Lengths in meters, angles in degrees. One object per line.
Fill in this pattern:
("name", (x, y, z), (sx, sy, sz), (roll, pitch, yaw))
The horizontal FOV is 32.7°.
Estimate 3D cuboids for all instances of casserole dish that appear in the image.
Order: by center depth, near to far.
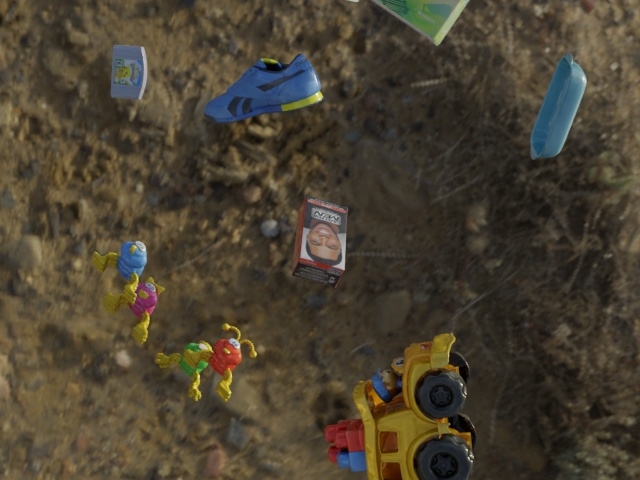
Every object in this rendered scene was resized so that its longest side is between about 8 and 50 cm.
("casserole dish", (0.402, -0.221, 1.837), (0.037, 0.188, 0.114), (15, 24, -5))

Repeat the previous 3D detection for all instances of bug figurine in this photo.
("bug figurine", (-0.215, 0.116, 1.581), (0.279, 0.216, 0.072), (46, 63, 3))

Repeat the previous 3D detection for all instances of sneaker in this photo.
("sneaker", (-0.090, -0.221, 1.565), (0.069, 0.209, 0.082), (-42, 117, -46))

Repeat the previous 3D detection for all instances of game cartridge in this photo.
("game cartridge", (-0.300, -0.264, 1.713), (0.056, 0.017, 0.083), (5, 97, 9))

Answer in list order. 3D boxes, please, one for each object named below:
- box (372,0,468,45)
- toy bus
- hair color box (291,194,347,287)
("box", (0.160, -0.469, 1.519), (0.232, 0.058, 0.322), (36, 101, 13))
("toy bus", (0.106, 0.247, 1.510), (0.212, 0.149, 0.220), (-4, 97, 12))
("hair color box", (0.000, 0.000, 1.636), (0.072, 0.043, 0.141), (16, 42, -11))
